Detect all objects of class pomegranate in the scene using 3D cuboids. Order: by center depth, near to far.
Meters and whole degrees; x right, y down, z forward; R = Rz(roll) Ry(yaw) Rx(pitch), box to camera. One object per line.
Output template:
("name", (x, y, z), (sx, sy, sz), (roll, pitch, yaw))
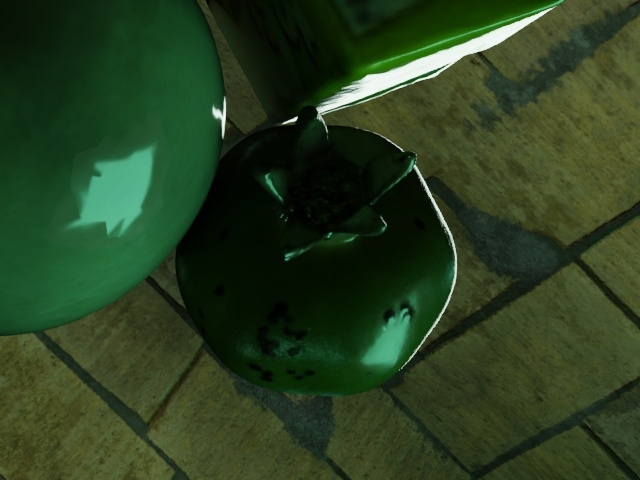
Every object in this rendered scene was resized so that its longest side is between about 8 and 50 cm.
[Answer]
("pomegranate", (0.000, 0.000, 0.907), (0.181, 0.181, 0.224), (-47, 170, -22))

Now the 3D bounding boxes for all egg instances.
("egg", (-0.188, -0.071, 0.855), (0.258, 0.258, 0.352), (-47, -166, -20))

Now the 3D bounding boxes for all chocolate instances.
("chocolate", (-0.016, -0.218, 0.840), (0.137, 0.301, 0.289), (-32, -176, -11))
